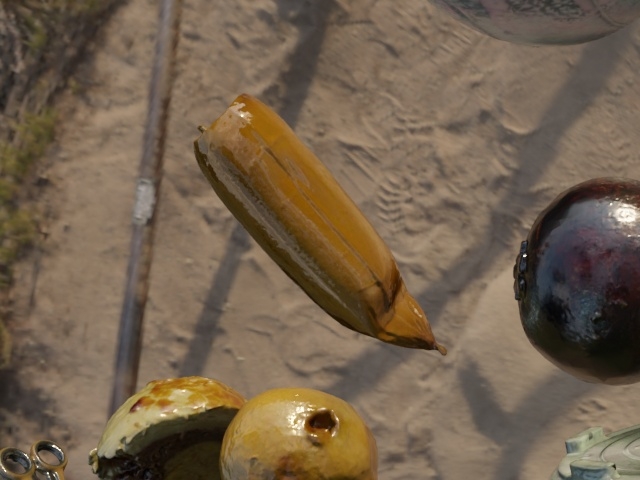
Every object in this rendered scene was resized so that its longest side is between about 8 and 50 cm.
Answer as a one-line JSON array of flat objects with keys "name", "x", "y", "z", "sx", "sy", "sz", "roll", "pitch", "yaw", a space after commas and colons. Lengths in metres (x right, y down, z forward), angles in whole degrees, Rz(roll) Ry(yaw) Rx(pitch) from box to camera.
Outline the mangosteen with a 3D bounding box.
[{"name": "mangosteen", "x": 0.437, "y": 0.061, "z": 1.530, "sx": 0.330, "sy": 0.330, "sz": 0.330, "roll": -7, "pitch": 76, "yaw": 31}]

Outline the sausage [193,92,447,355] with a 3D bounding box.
[{"name": "sausage", "x": 0.002, "y": -0.001, "z": 1.041, "sx": 0.112, "sy": 0.112, "sz": 0.328, "roll": -40, "pitch": 93, "yaw": 19}]

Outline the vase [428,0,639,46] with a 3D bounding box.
[{"name": "vase", "x": 0.079, "y": -0.304, "z": 0.679, "sx": 0.250, "sy": 0.445, "sz": 0.250, "roll": -20, "pitch": 58, "yaw": 35}]

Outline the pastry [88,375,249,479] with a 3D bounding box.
[{"name": "pastry", "x": -0.214, "y": 0.297, "z": 1.619, "sx": 0.237, "sy": 0.256, "sz": 0.170, "roll": -48, "pitch": 39, "yaw": 11}]

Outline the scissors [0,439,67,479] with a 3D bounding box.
[{"name": "scissors", "x": -0.278, "y": 0.307, "z": 1.157, "sx": 0.220, "sy": 0.088, "sz": 0.017, "roll": 46, "pitch": 119, "yaw": 29}]

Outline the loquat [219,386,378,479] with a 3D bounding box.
[{"name": "loquat", "x": -0.030, "y": 0.308, "z": 1.445, "sx": 0.238, "sy": 0.238, "sz": 0.193, "roll": -16, "pitch": 49, "yaw": 29}]

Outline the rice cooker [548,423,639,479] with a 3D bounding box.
[{"name": "rice cooker", "x": 0.287, "y": 0.234, "z": 0.718, "sx": 0.241, "sy": 0.280, "sz": 0.227, "roll": -16, "pitch": 87, "yaw": 49}]
